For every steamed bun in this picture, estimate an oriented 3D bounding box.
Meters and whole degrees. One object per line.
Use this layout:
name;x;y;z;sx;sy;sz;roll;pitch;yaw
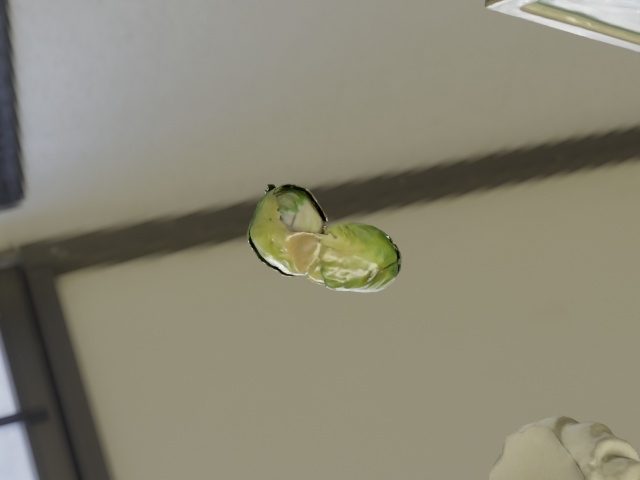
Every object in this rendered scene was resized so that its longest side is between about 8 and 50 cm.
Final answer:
steamed bun;0.214;0.236;1.569;0.106;0.183;0.183;9;140;-32

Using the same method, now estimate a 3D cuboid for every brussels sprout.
brussels sprout;0.000;0.001;1.009;0.051;0.083;0.046;-44;149;-51

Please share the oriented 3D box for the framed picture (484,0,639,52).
framed picture;0.394;-0.165;1.441;0.446;0.028;0.326;13;168;-26
